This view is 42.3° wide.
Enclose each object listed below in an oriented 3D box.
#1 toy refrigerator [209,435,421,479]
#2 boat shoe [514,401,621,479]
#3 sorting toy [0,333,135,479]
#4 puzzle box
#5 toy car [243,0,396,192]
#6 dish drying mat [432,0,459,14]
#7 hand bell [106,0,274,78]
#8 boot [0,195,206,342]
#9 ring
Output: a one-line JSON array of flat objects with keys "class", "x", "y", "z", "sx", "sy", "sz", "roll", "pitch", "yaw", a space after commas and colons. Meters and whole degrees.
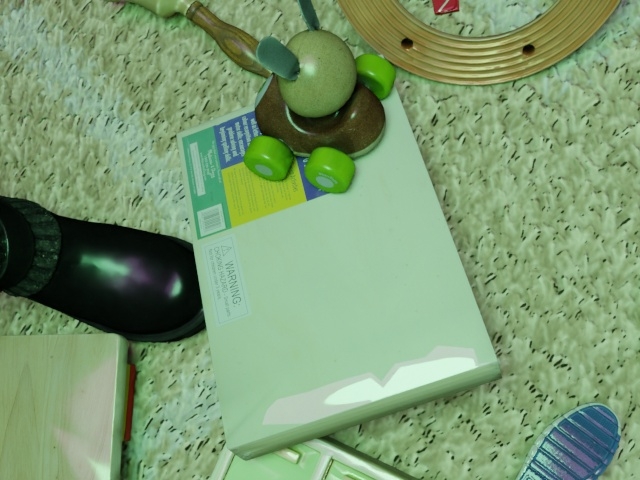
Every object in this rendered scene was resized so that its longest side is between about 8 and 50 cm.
[{"class": "toy refrigerator", "x": 0.026, "y": 0.271, "z": 0.853, "sx": 0.269, "sy": 0.094, "sz": 0.102, "roll": 22, "pitch": 83, "yaw": 17}, {"class": "boat shoe", "x": 0.228, "y": 0.237, "z": 0.830, "sx": 0.066, "sy": 0.066, "sz": 0.183, "roll": 42, "pitch": 86, "yaw": 18}, {"class": "sorting toy", "x": -0.336, "y": 0.241, "z": 0.942, "sx": 0.255, "sy": 0.089, "sz": 0.257, "roll": -2, "pitch": 77, "yaw": 12}, {"class": "puzzle box", "x": 0.000, "y": 0.000, "z": 0.890, "sx": 0.272, "sy": 0.052, "sz": 0.409, "roll": -19, "pitch": 57, "yaw": 8}, {"class": "toy car", "x": -0.019, "y": -0.167, "z": 0.847, "sx": 0.148, "sy": 0.188, "sz": 0.155, "roll": 13, "pitch": 66, "yaw": 24}, {"class": "dish drying mat", "x": 0.150, "y": -0.317, "z": 1.013, "sx": 0.032, "sy": 0.008, "sz": 0.083, "roll": -9, "pitch": 75, "yaw": 11}, {"class": "hand bell", "x": -0.150, "y": -0.283, "z": 1.038, "sx": 0.242, "sy": 0.126, "sz": 0.126, "roll": 39, "pitch": 87, "yaw": 5}, {"class": "boot", "x": -0.301, "y": 0.018, "z": 0.898, "sx": 0.347, "sy": 0.260, "sz": 0.131, "roll": 10, "pitch": 79, "yaw": 14}, {"class": "ring", "x": 0.169, "y": -0.323, "z": 0.882, "sx": 0.336, "sy": 0.337, "sz": 0.032, "roll": 0, "pitch": 37, "yaw": 12}]
